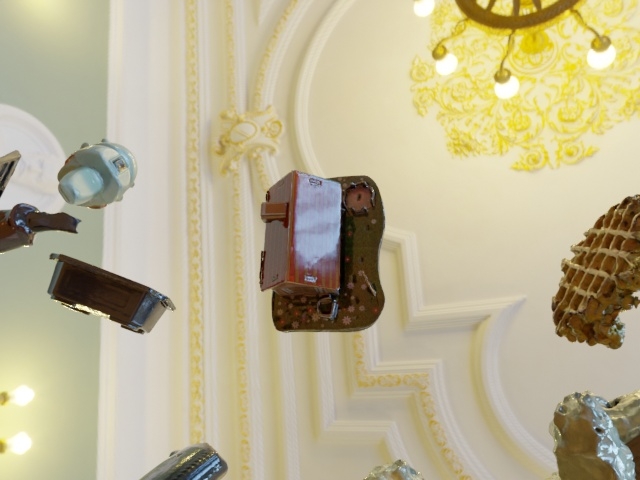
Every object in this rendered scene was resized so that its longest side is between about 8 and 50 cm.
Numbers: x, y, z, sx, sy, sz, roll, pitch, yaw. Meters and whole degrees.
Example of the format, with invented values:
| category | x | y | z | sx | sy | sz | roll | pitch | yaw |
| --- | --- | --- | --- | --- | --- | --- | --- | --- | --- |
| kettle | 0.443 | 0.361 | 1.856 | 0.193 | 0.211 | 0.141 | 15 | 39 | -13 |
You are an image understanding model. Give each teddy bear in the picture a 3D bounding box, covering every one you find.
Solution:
| category | x | y | z | sx | sy | sz | roll | pitch | yaw |
| --- | --- | --- | --- | --- | --- | --- | --- | --- | --- |
| teddy bear | 0.297 | 0.265 | 0.602 | 0.375 | 0.327 | 0.362 | 15 | -124 | 30 |

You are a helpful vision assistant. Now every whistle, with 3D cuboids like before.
| category | x | y | z | sx | sy | sz | roll | pitch | yaw |
| --- | --- | --- | --- | --- | --- | --- | --- | --- | --- |
| whistle | -0.380 | -0.112 | 0.824 | 0.101 | 0.253 | 0.106 | 33 | -74 | -16 |

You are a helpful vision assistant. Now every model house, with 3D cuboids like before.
| category | x | y | z | sx | sy | sz | roll | pitch | yaw |
| --- | --- | --- | --- | --- | --- | --- | --- | --- | --- |
| model house | -0.001 | -0.001 | 0.810 | 0.207 | 0.154 | 0.294 | -3 | -109 | 14 |

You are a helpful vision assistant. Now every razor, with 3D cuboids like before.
| category | x | y | z | sx | sy | sz | roll | pitch | yaw |
| --- | --- | --- | --- | --- | --- | --- | --- | --- | --- |
| razor | -0.372 | 0.590 | 1.058 | 0.204 | 0.349 | 0.113 | -22 | -80 | 40 |

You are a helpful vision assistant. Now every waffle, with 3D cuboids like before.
| category | x | y | z | sx | sy | sz | roll | pitch | yaw |
| --- | --- | --- | --- | --- | --- | --- | --- | --- | --- |
| waffle | 0.362 | 0.042 | 0.593 | 0.070 | 0.197 | 0.193 | 27 | -50 | 8 |

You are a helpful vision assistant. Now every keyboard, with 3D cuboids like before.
| category | x | y | z | sx | sy | sz | roll | pitch | yaw |
| --- | --- | --- | --- | --- | --- | --- | --- | --- | --- |
| keyboard | -0.328 | 0.007 | 0.437 | 0.198 | 0.010 | 0.063 | -59 | -157 | 6 |

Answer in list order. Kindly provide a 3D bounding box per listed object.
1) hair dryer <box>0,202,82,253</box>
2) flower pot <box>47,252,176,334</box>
| category | x | y | z | sx | sy | sz | roll | pitch | yaw |
| --- | --- | --- | --- | --- | --- | --- | --- | --- | --- |
| hair dryer | -0.437 | 0.028 | 0.608 | 0.340 | 0.313 | 0.123 | -6 | -129 | 7 |
| flower pot | -0.434 | 0.120 | 0.976 | 0.250 | 0.179 | 0.084 | 22 | -111 | -2 |
